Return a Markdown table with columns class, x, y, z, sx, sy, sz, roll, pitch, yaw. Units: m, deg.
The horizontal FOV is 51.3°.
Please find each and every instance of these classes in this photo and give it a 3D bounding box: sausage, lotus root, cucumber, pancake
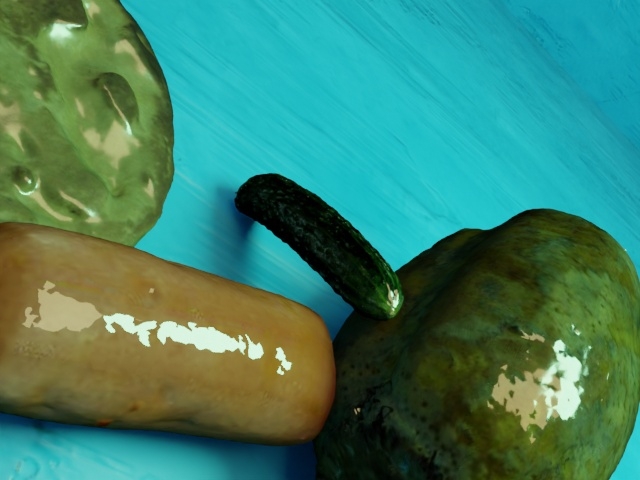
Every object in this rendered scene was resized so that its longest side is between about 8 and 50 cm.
| class | x | y | z | sx | sy | sz | roll | pitch | yaw |
| --- | --- | --- | --- | --- | --- | --- | --- | --- | --- |
| sausage | -0.108 | 0.064 | 0.421 | 0.259 | 0.113 | 0.114 | 22 | 46 | -39 |
| lotus root | 0.138 | 0.122 | 0.564 | 0.346 | 0.250 | 0.251 | -29 | 85 | -48 |
| cucumber | 0.000 | 0.000 | 0.553 | 0.214 | 0.058 | 0.052 | 40 | -11 | 46 |
| pancake | -0.224 | -0.119 | 0.491 | 0.294 | 0.049 | 0.295 | 28 | 46 | -34 |
